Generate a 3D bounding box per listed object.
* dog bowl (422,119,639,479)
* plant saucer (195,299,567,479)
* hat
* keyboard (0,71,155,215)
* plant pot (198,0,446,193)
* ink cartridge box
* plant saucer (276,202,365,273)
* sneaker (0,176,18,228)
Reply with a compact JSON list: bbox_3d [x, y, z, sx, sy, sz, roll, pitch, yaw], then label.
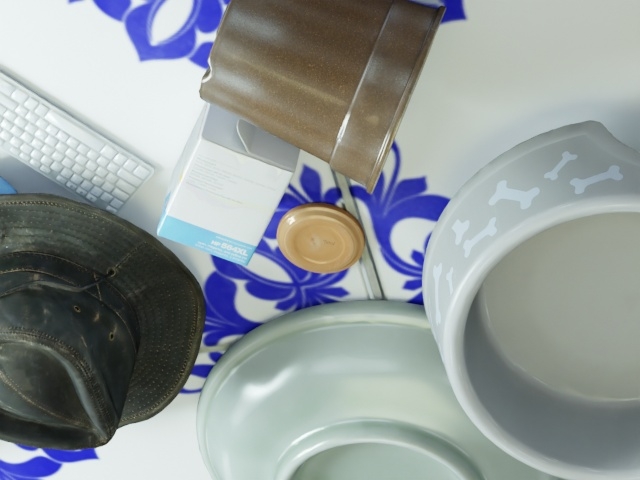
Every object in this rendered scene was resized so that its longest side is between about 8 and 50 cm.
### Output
[{"bbox_3d":[0.261,0.068,1.658,0.348,0.102,0.349,3,122,4],"label":"dog bowl"},{"bbox_3d":[0.064,0.234,1.920,0.400,0.100,0.400,5,132,6],"label":"plant saucer"},{"bbox_3d":[-0.256,0.115,1.786,0.331,0.134,0.331,-7,130,-8],"label":"hat"},{"bbox_3d":[-0.274,-0.108,1.728,0.256,0.014,0.072,32,129,-19],"label":"keyboard"},{"bbox_3d":[-0.002,-0.145,1.561,0.165,0.167,0.167,22,132,1],"label":"plant pot"},{"bbox_3d":[-0.075,-0.067,1.677,0.090,0.092,0.143,21,132,-10],"label":"ink cartridge box"},{"bbox_3d":[0.000,0.000,1.777,0.083,0.013,0.083,4,132,5],"label":"plant saucer"},{"bbox_3d":[-0.360,0.007,1.809,0.082,0.069,0.209,37,127,-26],"label":"sneaker"}]
